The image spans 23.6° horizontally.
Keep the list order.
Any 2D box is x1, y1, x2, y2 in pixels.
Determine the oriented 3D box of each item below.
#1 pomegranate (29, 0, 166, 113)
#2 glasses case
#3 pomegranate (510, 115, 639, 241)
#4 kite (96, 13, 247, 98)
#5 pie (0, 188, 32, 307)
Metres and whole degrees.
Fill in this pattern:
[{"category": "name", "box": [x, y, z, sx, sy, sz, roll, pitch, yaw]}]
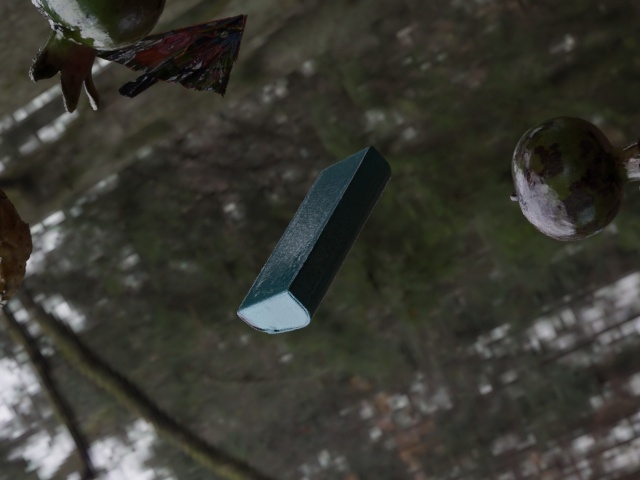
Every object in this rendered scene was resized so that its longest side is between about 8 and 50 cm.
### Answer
[{"category": "pomegranate", "box": [-0.226, -0.224, 1.453, 0.131, 0.191, 0.152, 16, -160, -29]}, {"category": "glasses case", "box": [-0.001, 0.001, 2.121, 0.070, 0.117, 0.301, 45, -131, -20]}, {"category": "pomegranate", "box": [0.302, -0.070, 1.745, 0.148, 0.169, 0.148, 4, -90, -80]}, {"category": "kite", "box": [-0.189, -0.260, 2.087, 0.234, 0.321, 0.016, -38, -50, -28]}, {"category": "pie", "box": [-0.330, -0.010, 1.240, 0.179, 0.205, 0.084, 47, -132, -20]}]
